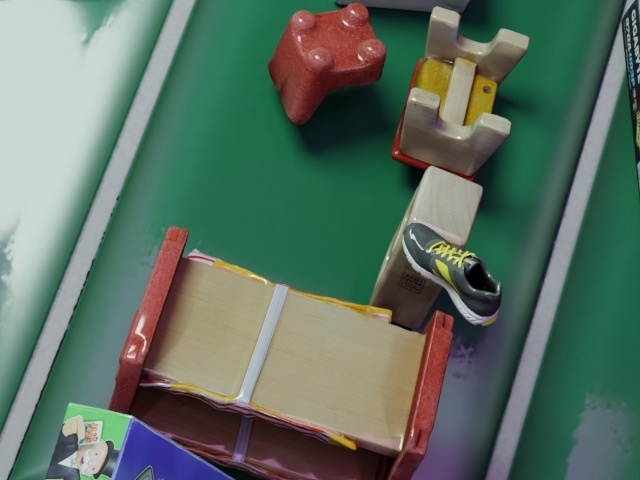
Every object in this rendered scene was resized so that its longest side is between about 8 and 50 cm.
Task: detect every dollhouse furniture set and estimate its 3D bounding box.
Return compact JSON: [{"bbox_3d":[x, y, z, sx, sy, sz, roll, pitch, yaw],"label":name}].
[{"bbox_3d":[0.000,0.000,1.112,0.201,0.152,0.374,19,55,-3],"label":"dollhouse furniture set"}]

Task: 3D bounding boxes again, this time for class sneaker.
[{"bbox_3d":[0.088,0.015,1.010,0.031,0.035,0.083,-36,73,-32],"label":"sneaker"}]

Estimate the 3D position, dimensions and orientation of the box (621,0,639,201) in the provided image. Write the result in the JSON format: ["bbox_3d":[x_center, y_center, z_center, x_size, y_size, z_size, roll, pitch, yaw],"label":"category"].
[{"bbox_3d":[0.351,-0.099,1.224,0.220,0.051,0.175,0,74,-8],"label":"box"}]

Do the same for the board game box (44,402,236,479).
[{"bbox_3d":[-0.086,0.245,0.929,0.046,0.317,0.213,8,71,26],"label":"board game box"}]

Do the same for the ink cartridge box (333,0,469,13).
[{"bbox_3d":[0.066,-0.273,1.223,0.104,0.060,0.180,3,74,-8],"label":"ink cartridge box"}]
